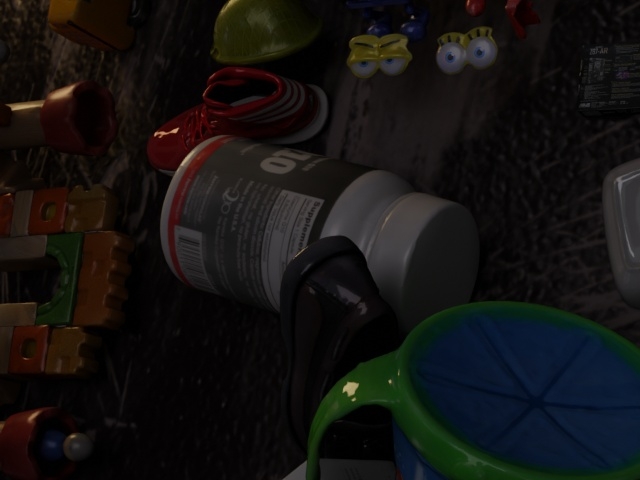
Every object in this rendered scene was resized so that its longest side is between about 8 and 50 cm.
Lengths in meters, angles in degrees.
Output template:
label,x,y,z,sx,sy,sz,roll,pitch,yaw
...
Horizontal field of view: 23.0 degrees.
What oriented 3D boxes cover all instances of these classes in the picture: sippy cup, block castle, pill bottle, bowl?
label,x,y,z,sx,sy,sz,roll,pitch,yaw
sippy cup,0.156,0.205,1.295,0.305,0.240,0.224,29,126,27
block castle,-0.355,0.021,1.643,0.212,0.303,0.453,-3,74,30
pill bottle,0.000,0.000,1.513,0.283,0.161,0.161,15,83,34
bowl,0.313,-0.019,1.389,0.142,0.053,0.142,-16,67,29

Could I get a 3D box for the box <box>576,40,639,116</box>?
label,x,y,z,sx,sy,sz,roll,pitch,yaw
box,0.283,-0.151,1.468,0.083,0.018,0.067,-1,75,32

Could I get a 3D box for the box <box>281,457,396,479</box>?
label,x,y,z,sx,sy,sz,roll,pitch,yaw
box,0.003,0.317,1.415,0.182,0.119,0.181,-42,56,31

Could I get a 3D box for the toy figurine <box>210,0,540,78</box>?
label,x,y,z,sx,sy,sz,roll,pitch,yaw
toy figurine,0.024,-0.299,1.524,0.362,0.217,0.191,2,51,32

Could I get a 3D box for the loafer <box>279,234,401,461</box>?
label,x,y,z,sx,sy,sz,roll,pitch,yaw
loafer,0.028,0.130,1.384,0.109,0.302,0.095,-29,49,-19

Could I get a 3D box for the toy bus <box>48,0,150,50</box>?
label,x,y,z,sx,sy,sz,roll,pitch,yaw
toy bus,-0.255,-0.390,1.825,0.130,0.108,0.333,4,78,33

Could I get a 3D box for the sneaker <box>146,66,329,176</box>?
label,x,y,z,sx,sy,sz,roll,pitch,yaw
sneaker,-0.114,-0.135,1.645,0.221,0.128,0.087,-19,66,26
